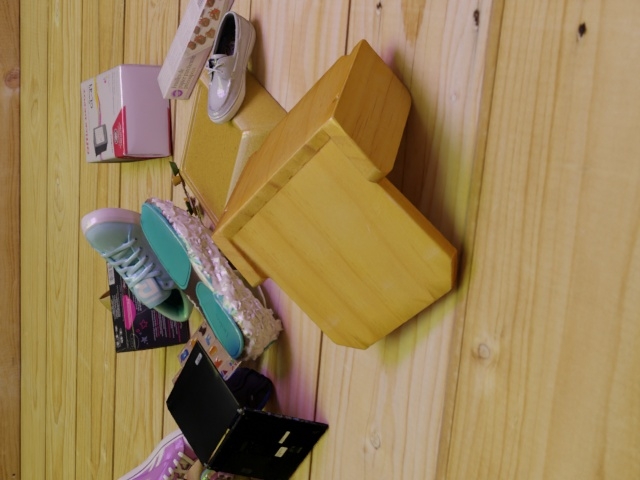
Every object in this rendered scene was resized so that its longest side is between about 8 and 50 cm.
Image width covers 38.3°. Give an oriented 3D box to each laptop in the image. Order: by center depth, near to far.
[{"bbox_3d":[-0.150,0.339,1.784,0.234,0.264,0.136,120,158,-43],"label":"laptop"}]

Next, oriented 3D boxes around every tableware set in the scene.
[{"bbox_3d":[-0.312,-0.111,2.085,0.154,0.024,0.104,74,175,-65],"label":"tableware set"}]

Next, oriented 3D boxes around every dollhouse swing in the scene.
[{"bbox_3d":[0.054,-0.060,1.490,0.347,0.305,0.315,-42,19,41],"label":"dollhouse swing"}]

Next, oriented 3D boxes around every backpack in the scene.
[{"bbox_3d":[-0.161,0.321,1.868,0.098,0.120,0.101,28,129,6],"label":"backpack"}]

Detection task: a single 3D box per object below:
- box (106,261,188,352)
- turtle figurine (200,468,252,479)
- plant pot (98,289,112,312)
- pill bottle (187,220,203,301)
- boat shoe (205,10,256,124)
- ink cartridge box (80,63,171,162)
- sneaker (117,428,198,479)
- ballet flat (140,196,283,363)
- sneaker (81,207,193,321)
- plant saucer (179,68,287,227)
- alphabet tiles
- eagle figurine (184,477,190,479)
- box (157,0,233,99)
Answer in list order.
[{"bbox_3d":[-0.426,0.143,2.262,0.163,0.142,0.247,-17,78,59],"label":"box"},{"bbox_3d":[-0.191,0.574,1.891,0.266,0.275,0.198,-9,120,54],"label":"turtle figurine"},{"bbox_3d":[-0.496,0.157,2.410,0.134,0.134,0.095,-10,113,58],"label":"plant pot"},{"bbox_3d":[-0.267,0.042,2.021,0.180,0.108,0.108,61,141,34],"label":"pill bottle"},{"bbox_3d":[-0.190,-0.341,1.802,0.079,0.081,0.227,1,71,33],"label":"boat shoe"},{"bbox_3d":[-0.494,-0.312,2.328,0.306,0.131,0.226,0,94,57],"label":"ink cartridge box"},{"bbox_3d":[-0.347,0.558,2.110,0.282,0.102,0.161,-43,38,0],"label":"sneaker"},{"bbox_3d":[-0.217,0.072,1.877,0.409,0.147,0.147,54,138,20],"label":"ballet flat"},{"bbox_3d":[-0.381,0.062,2.030,0.135,0.366,0.150,-32,50,13],"label":"sneaker"},{"bbox_3d":[-0.197,-0.180,1.910,0.333,0.081,0.332,51,134,43],"label":"plant saucer"},{"bbox_3d":[-0.239,0.253,1.984,0.237,0.009,0.198,-53,38,15],"label":"alphabet tiles"},{"bbox_3d":[-0.342,0.673,2.160,0.298,0.225,0.226,158,115,-68],"label":"eagle figurine"},{"bbox_3d":[-0.278,-0.438,2.024,0.324,0.063,0.067,-54,48,46],"label":"box"}]
